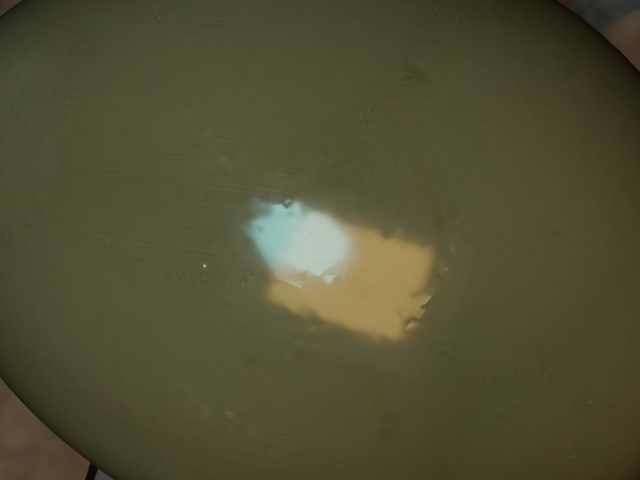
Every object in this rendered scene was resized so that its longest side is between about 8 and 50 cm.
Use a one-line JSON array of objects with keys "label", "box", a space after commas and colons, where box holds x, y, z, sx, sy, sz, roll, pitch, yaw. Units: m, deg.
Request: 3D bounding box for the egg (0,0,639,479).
[{"label": "egg", "box": [0.000, 0.000, 0.585, 0.242, 0.186, 0.186, 16, 98, 10]}]
